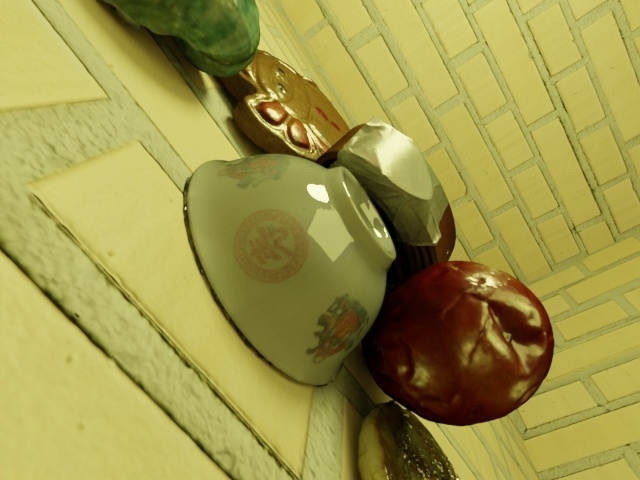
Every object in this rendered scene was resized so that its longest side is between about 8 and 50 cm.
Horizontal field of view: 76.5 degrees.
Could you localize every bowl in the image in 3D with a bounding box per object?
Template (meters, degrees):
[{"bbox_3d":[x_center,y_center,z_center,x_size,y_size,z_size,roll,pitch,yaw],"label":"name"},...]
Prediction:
[{"bbox_3d":[0.000,0.000,0.551,0.345,0.157,0.345,52,18,-24],"label":"bowl"}]

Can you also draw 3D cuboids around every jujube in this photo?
[{"bbox_3d":[0.175,0.145,0.594,0.223,0.223,0.318,62,-19,7],"label":"jujube"}]

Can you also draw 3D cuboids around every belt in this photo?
[{"bbox_3d":[0.111,-0.037,0.710,0.122,0.217,0.338,-54,127,-36],"label":"belt"}]

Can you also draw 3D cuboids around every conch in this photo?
[{"bbox_3d":[-0.187,-0.352,0.613,0.220,0.195,0.277,34,45,3],"label":"conch"}]

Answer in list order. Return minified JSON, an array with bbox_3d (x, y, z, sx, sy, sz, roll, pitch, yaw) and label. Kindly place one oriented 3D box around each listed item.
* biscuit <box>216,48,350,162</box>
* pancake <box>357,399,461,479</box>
[{"bbox_3d":[-0.059,-0.270,0.840,0.381,0.074,0.358,34,32,-31],"label":"biscuit"},{"bbox_3d":[0.150,0.372,0.521,0.356,0.065,0.356,53,19,-26],"label":"pancake"}]
